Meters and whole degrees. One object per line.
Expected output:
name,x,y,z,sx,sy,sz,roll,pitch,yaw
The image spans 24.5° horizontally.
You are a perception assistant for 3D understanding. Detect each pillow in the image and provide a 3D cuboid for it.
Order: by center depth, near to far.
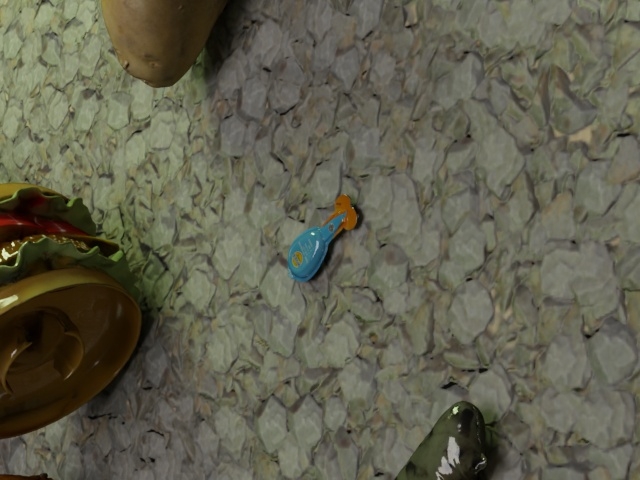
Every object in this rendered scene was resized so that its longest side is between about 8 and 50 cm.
pillow,0.084,0.249,1.265,0.241,0.051,0.093,-58,42,25

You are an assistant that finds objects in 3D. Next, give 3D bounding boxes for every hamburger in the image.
hamburger,-0.349,0.064,1.621,0.212,0.274,0.274,51,122,32

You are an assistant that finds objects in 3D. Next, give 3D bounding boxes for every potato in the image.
potato,-0.160,-0.280,1.531,0.128,0.161,0.235,30,97,47

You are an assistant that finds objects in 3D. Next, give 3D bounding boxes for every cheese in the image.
cheese,-0.001,0.000,1.423,0.111,0.017,0.047,-47,56,34

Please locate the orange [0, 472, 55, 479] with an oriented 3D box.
orange,-0.336,0.336,1.634,0.193,0.193,0.161,-5,75,48
